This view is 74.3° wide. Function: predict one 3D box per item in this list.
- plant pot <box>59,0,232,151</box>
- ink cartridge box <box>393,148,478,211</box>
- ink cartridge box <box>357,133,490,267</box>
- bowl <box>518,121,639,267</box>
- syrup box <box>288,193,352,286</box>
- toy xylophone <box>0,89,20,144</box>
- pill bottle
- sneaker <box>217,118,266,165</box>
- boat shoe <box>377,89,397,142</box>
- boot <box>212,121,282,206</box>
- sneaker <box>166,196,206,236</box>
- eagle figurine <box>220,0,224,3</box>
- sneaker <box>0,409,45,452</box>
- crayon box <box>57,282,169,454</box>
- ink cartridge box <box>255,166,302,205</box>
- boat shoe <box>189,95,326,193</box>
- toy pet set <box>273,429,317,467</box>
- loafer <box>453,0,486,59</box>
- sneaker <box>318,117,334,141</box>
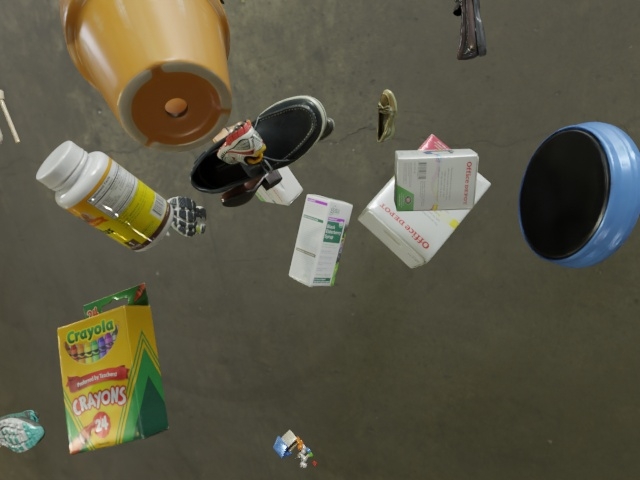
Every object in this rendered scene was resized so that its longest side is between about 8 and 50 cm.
[{"bbox_3d":[-0.199,-0.221,0.527,0.205,0.205,0.188,-49,53,35],"label":"plant pot"},{"bbox_3d":[0.313,-0.167,1.168,0.212,0.093,0.155,-1,114,6],"label":"ink cartridge box"},{"bbox_3d":[0.362,-0.135,1.508,0.279,0.385,0.160,42,166,3],"label":"ink cartridge box"},{"bbox_3d":[0.674,-0.122,1.145,0.077,0.391,0.392,4,116,-8],"label":"bowl"},{"bbox_3d":[0.000,0.000,1.157,0.096,0.093,0.237,21,100,42],"label":"syrup box"},{"bbox_3d":[-0.959,-0.369,1.155,0.081,0.236,0.323,-24,75,-3],"label":"toy xylophone"},{"bbox_3d":[-0.383,-0.077,0.765,0.117,0.117,0.215,-7,144,34],"label":"pill bottle"},{"bbox_3d":[-0.200,-0.225,1.077,0.093,0.088,0.225,49,165,-12],"label":"sneaker"},{"bbox_3d":[0.191,-0.366,1.253,0.056,0.048,0.153,42,148,39],"label":"boat shoe"},{"bbox_3d":[-0.308,-0.279,1.504,0.281,0.264,0.096,53,154,3],"label":"boot"},{"bbox_3d":[-0.405,-0.058,1.201,0.109,0.275,0.107,0,84,-2],"label":"sneaker"},{"bbox_3d":[-0.385,-0.748,1.102,0.226,0.225,0.299,-16,97,45],"label":"eagle figurine"},{"bbox_3d":[-0.552,0.341,0.780,0.166,0.076,0.065,-11,98,27],"label":"sneaker"},{"bbox_3d":[-0.454,0.269,0.910,0.202,0.081,0.319,-20,75,18],"label":"crayon box"},{"bbox_3d":[-0.235,-0.281,1.974,0.272,0.115,0.198,15,146,53],"label":"ink cartridge box"},{"bbox_3d":[-0.204,-0.279,1.314,0.499,0.156,0.187,-22,109,21],"label":"boat shoe"},{"bbox_3d":[-0.077,0.596,1.187,0.114,0.065,0.122,33,149,37],"label":"toy pet set"},{"bbox_3d":[0.468,-0.735,1.365,0.095,0.109,0.303,-10,84,26],"label":"loafer"},{"bbox_3d":[-0.062,-0.403,1.574,0.221,0.118,0.083,-12,95,25],"label":"sneaker"}]
